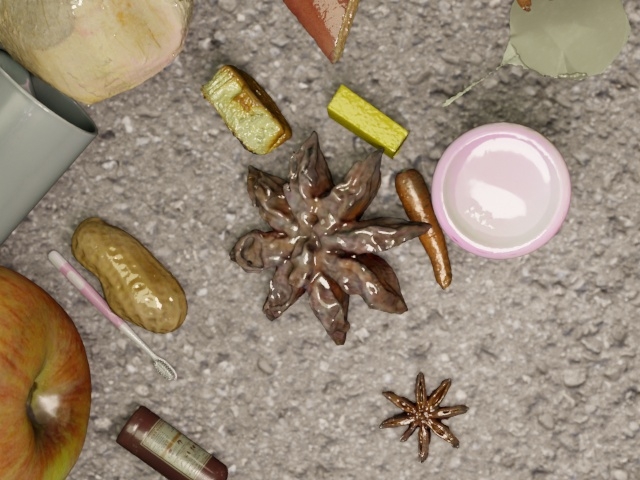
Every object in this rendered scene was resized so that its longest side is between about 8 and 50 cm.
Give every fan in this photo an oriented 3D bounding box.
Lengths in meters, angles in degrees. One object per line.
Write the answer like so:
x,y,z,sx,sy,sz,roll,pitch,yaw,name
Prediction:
0.312,-0.288,1.575,0.310,0.010,0.182,-32,87,4,fan

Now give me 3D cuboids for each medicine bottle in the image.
0.244,-0.067,1.450,0.178,0.291,0.178,0,91,7,medicine bottle

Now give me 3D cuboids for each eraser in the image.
0.072,-0.175,1.565,0.122,0.097,0.045,34,89,5,eraser

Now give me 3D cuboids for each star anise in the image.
0.160,0.264,1.595,0.141,0.042,0.141,0,91,10,star anise
0.002,0.001,1.555,0.332,0.118,0.331,5,103,24,star anise

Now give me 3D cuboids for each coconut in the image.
-0.330,-0.350,1.527,0.297,0.254,0.297,-10,60,17,coconut

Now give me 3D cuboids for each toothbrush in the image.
-0.330,0.119,1.660,0.286,0.025,0.020,45,96,4,toothbrush

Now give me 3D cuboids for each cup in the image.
-0.512,-0.117,1.586,0.205,0.205,0.312,43,97,4,cup

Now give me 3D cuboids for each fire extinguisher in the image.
-0.211,0.355,1.616,0.231,0.099,0.071,36,117,6,fire extinguisher

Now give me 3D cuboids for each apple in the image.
-0.528,0.232,1.511,0.334,0.400,0.400,0,92,19,apple

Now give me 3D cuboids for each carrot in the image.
0.161,-0.018,1.589,0.047,0.047,0.191,-20,93,7,carrot

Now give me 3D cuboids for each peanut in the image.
-0.299,0.057,1.619,0.108,0.095,0.226,-44,85,9,peanut

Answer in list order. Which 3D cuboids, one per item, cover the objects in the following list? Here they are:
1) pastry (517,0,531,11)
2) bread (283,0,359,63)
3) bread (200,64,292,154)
0.344,-0.502,1.431,0.405,0.292,0.337,-15,101,-2,pastry
0.002,-0.377,1.582,0.119,0.067,0.192,-41,87,6,bread
-0.111,-0.195,1.571,0.069,0.128,0.140,-36,85,11,bread
